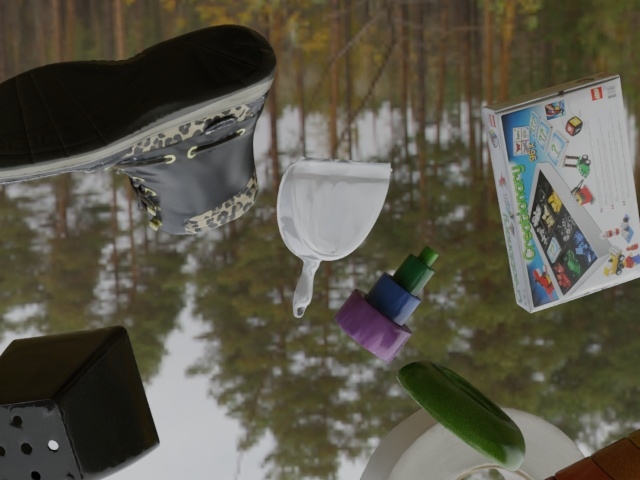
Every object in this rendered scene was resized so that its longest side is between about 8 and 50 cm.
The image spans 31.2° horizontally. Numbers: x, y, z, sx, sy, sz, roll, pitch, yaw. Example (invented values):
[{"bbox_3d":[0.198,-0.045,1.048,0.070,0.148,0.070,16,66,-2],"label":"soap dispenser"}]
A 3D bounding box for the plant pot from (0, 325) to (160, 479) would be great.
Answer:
[{"bbox_3d":[-0.350,0.240,1.530,0.188,0.187,0.167,-9,-164,18],"label":"plant pot"}]

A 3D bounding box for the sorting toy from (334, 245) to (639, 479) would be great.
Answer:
[{"bbox_3d":[0.162,0.118,0.932,0.365,0.126,0.127,42,-173,39],"label":"sorting toy"}]

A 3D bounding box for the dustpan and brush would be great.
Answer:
[{"bbox_3d":[0.000,0.000,1.399,0.147,0.211,0.060,2,-167,-33],"label":"dustpan and brush"}]

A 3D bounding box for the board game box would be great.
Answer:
[{"bbox_3d":[0.351,-0.068,1.629,0.193,0.305,0.053,-17,-161,-11],"label":"board game box"}]

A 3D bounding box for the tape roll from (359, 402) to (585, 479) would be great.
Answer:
[{"bbox_3d":[0.186,0.332,1.347,0.286,0.286,0.100,-4,178,-13],"label":"tape roll"}]

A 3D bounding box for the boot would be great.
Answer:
[{"bbox_3d":[-0.145,-0.057,0.858,0.236,0.085,0.178,-20,151,-16],"label":"boot"}]
